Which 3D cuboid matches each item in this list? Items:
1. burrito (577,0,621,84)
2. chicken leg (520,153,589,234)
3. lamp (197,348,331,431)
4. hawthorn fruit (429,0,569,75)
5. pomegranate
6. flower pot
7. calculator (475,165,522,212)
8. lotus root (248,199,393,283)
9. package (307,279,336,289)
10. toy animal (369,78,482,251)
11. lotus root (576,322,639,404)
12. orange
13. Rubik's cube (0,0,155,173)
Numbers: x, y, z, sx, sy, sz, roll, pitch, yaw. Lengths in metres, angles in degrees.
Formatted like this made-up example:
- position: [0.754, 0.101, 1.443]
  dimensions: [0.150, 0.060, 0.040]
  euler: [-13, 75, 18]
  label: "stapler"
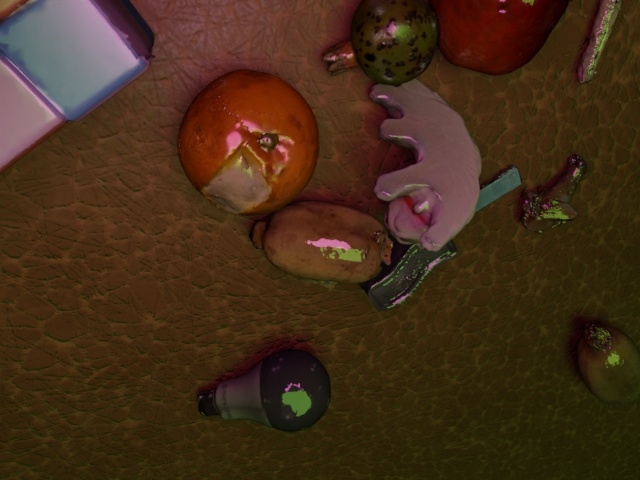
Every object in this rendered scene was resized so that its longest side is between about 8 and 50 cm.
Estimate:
- position: [0.569, -0.417, 1.001]
  dimensions: [0.045, 0.041, 0.185]
  euler: [-26, 132, -53]
  label: "burrito"
- position: [0.555, -0.099, 1.141]
  dimensions: [0.196, 0.080, 0.125]
  euler: [-36, 108, 3]
  label: "chicken leg"
- position: [-0.133, 0.338, 1.121]
  dimensions: [0.314, 0.182, 0.182]
  euler: [3, 117, 2]
  label: "lamp"
- position: [0.300, -0.403, 0.802]
  dimensions: [0.224, 0.261, 0.224]
  euler: [0, 87, -7]
  label: "hawthorn fruit"
- position: [0.103, -0.342, 0.841]
  dimensions: [0.205, 0.159, 0.159]
  euler: [-15, 123, 20]
  label: "pomegranate"
- position: [0.180, 0.046, 1.084]
  dimensions: [0.229, 0.108, 0.103]
  euler: [-44, 119, 7]
  label: "flower pot"
- position: [0.379, -0.107, 1.115]
  dimensions: [0.172, 0.018, 0.057]
  euler: [-34, 120, 2]
  label: "calculator"
- position: [0.000, 0.000, 0.963]
  dimensions: [0.284, 0.160, 0.146]
  euler: [7, 124, 7]
  label: "lotus root"
- position: [0.026, 0.040, 1.068]
  dimensions: [0.071, 0.047, 0.131]
  euler: [28, 108, -24]
  label: "package"
- position: [0.181, -0.143, 0.954]
  dimensions: [0.266, 0.188, 0.308]
  euler: [-43, 76, -11]
  label: "toy animal"
- position: [0.837, 0.352, 1.413]
  dimensions: [0.169, 0.151, 0.342]
  euler: [-35, 124, 2]
  label: "lotus root"
- position: [-0.116, -0.160, 0.821]
  dimensions: [0.240, 0.240, 0.240]
  euler: [-7, 118, -13]
  label: "orange"
- position: [-0.445, -0.279, 0.587]
  dimensions: [0.344, 0.347, 0.346]
  euler: [-35, 120, 2]
  label: "Rubik's cube"
